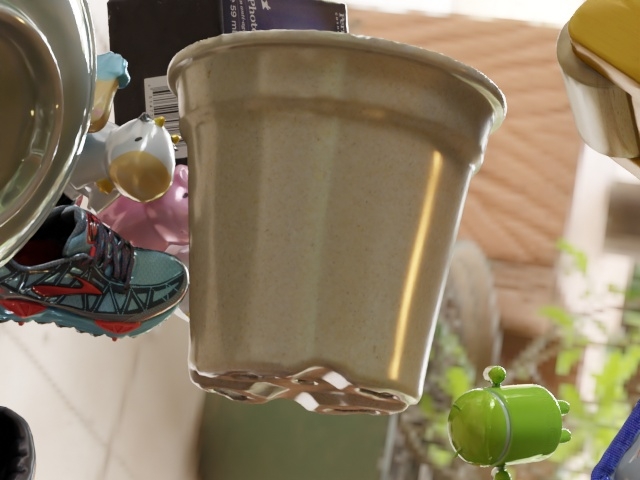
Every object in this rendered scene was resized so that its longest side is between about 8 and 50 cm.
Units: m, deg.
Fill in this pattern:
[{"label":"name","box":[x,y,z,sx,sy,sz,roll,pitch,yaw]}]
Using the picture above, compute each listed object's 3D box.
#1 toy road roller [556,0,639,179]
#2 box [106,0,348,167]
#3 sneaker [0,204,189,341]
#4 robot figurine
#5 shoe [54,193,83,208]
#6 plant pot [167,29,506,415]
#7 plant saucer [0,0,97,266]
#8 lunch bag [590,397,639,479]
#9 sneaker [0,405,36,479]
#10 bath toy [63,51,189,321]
[{"label":"toy road roller","box":[0.425,-0.157,1.759,0.240,0.329,0.202,-44,145,-13]},{"label":"box","box":[-0.100,-0.157,2.179,0.294,0.182,0.296,-3,89,-59]},{"label":"sneaker","box":[-0.240,0.026,1.755,0.125,0.261,0.104,-57,-138,40]},{"label":"robot figurine","box":[0.157,0.156,1.472,0.115,0.067,0.101,-1,88,-35]},{"label":"shoe","box":[-0.330,-0.004,1.900,0.178,0.063,0.081,-43,176,-29]},{"label":"plant pot","box":[0.000,0.000,1.674,0.334,0.333,0.306,49,45,-69]},{"label":"plant saucer","box":[-0.327,-0.107,1.460,0.400,0.100,0.401,-24,125,-39]},{"label":"lunch bag","box":[0.435,0.237,1.301,0.239,0.327,0.385,-60,-159,1]},{"label":"sneaker","box":[-0.315,0.206,1.161,0.180,0.124,0.321,-39,-174,47]},{"label":"bath toy","box":[-0.179,-0.047,1.877,0.129,0.151,0.348,-49,136,-15]}]
